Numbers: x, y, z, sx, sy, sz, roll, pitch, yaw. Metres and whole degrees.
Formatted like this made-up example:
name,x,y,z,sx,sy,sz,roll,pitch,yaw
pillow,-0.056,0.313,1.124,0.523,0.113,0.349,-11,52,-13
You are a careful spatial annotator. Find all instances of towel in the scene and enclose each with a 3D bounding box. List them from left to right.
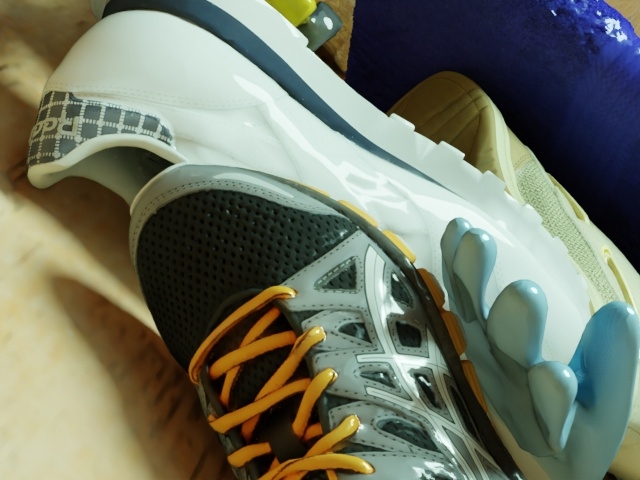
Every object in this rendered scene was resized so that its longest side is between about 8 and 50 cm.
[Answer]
name,x,y,z,sx,sy,sz,roll,pitch,yaw
towel,0.150,-0.060,0.784,0.308,0.076,0.227,41,-24,16

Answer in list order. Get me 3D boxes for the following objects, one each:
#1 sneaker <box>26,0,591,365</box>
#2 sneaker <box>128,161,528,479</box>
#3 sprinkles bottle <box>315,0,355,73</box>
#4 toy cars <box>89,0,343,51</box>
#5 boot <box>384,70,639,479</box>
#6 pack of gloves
name,x,y,z,sx,sy,sz,roll,pitch,yaw
sneaker,0.000,0.000,0.517,0.235,0.090,0.095,33,56,-16
sneaker,0.008,0.061,0.400,0.215,0.084,0.083,51,23,17
sprinkles bottle,-0.063,-0.277,0.952,0.355,0.121,0.121,44,17,0
toy cars,-0.100,-0.176,0.702,0.176,0.087,0.393,48,5,-47
boot,0.130,0.032,0.720,0.203,0.095,0.262,36,16,-32
pack of gloves,0.109,0.098,0.437,0.195,0.046,0.232,58,-4,32
